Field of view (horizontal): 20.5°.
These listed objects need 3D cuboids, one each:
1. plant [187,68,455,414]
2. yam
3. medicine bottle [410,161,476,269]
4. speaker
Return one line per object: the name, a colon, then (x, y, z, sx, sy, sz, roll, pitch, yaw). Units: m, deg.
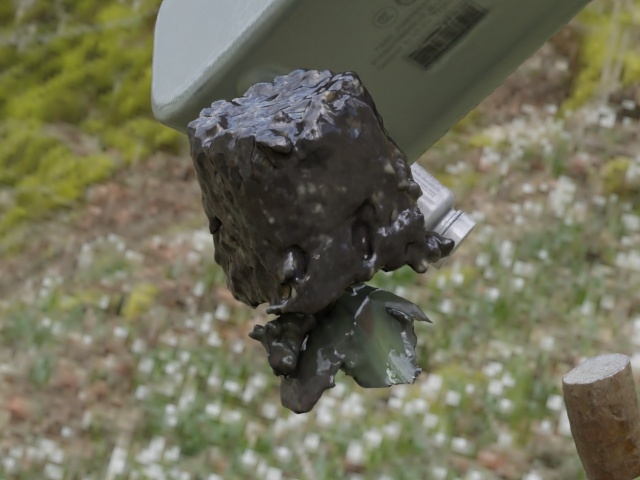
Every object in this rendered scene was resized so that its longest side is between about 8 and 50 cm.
plant: (0.000, 0.000, 1.103, 0.131, 0.142, 0.203, 21, -39, 53)
yam: (0.297, 0.185, 1.839, 0.084, 0.127, 0.084, -17, 18, 6)
medicine bottle: (0.085, -0.038, 1.790, 0.140, 0.079, 0.079, 39, -8, 6)
speaker: (0.066, -0.208, 1.271, 0.184, 0.183, 0.406, 28, -53, -28)
